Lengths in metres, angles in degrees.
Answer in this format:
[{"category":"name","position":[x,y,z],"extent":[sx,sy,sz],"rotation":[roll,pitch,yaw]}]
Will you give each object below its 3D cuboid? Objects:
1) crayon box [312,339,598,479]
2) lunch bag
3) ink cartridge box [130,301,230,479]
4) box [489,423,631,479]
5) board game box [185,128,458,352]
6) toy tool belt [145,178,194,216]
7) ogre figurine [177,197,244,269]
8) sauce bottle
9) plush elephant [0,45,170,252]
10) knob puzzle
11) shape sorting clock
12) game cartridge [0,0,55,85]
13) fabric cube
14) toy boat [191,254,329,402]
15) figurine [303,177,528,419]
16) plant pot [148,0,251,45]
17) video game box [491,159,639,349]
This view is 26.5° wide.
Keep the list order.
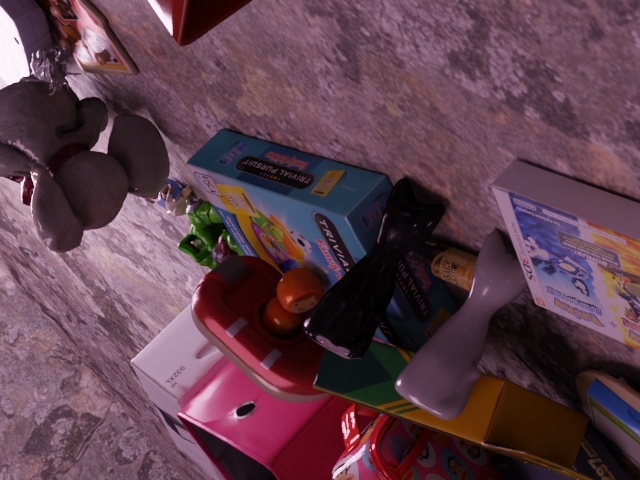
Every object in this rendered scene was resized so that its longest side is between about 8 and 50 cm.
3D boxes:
[{"category":"crayon box","position":[0.175,0.199,1.626],"extent":[0.319,0.081,0.202],"rotation":[14,171,42]},{"category":"lunch bag","position":[0.134,0.315,1.851],"extent":[0.258,0.293,0.120],"rotation":[47,115,1]},{"category":"ink cartridge box","position":[-0.170,0.242,2.341],"extent":[0.129,0.223,0.307],"rotation":[33,157,30]},{"category":"box","position":[0.329,0.329,1.761],"extent":[0.183,0.059,0.232],"rotation":[53,161,4]},{"category":"board game box","position":[0.000,0.000,1.758],"extent":[0.336,0.079,0.253],"rotation":[20,149,49]},{"category":"toy tool belt","position":[-0.233,-0.076,2.110],"extent":[0.083,0.052,0.051],"rotation":[30,124,27]},{"category":"ogre figurine","position":[-0.141,0.002,2.011],"extent":[0.118,0.097,0.197],"rotation":[23,164,21]},{"category":"sauce bottle","position":[0.152,0.029,1.579],"extent":[0.128,0.042,0.042],"rotation":[22,150,45]},{"category":"plush elephant","position":[-0.381,-0.104,1.996],"extent":[0.255,0.272,0.330],"rotation":[60,145,7]},{"category":"knob puzzle","position":[-0.355,-0.306,1.909],"extent":[0.213,0.030,0.213],"rotation":[38,159,18]},{"category":"shape sorting clock","position":[0.371,0.221,1.537],"extent":[0.206,0.040,0.206],"rotation":[44,171,8]},{"category":"game cartridge","position":[-0.475,-0.324,2.034],"extent":[0.196,0.060,0.294],"rotation":[53,162,8]},{"category":"fabric cube","position":[-0.010,0.292,2.088],"extent":[0.254,0.258,0.259],"rotation":[20,149,50]},{"category":"toy boat","position":[-0.044,0.095,1.757],"extent":[0.231,0.151,0.151],"rotation":[41,131,7]},{"category":"figurine","position":[0.117,0.063,1.506],"extent":[0.215,0.209,0.092],"rotation":[31,-177,28]},{"category":"plant pot","position":[-0.065,-0.350,0.971],"extent":[0.235,0.267,0.267],"rotation":[49,160,8]},{"category":"video game box","position":[0.277,0.025,1.331],"extent":[0.205,0.048,0.187],"rotation":[25,155,43]}]
